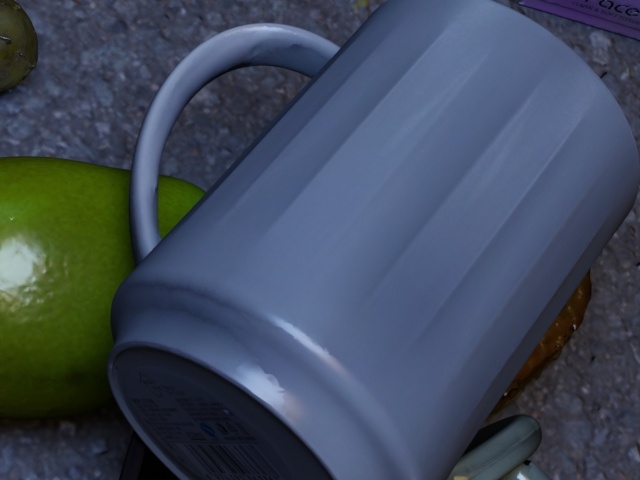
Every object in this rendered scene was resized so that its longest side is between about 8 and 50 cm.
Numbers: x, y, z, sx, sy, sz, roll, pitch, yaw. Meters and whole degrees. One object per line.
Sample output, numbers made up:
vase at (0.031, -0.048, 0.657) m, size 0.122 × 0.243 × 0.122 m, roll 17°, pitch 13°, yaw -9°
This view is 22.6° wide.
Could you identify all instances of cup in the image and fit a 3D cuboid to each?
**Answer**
cup at (0.000, 0.000, 1.068) m, size 0.323 × 0.237 × 0.327 m, roll 33°, pitch 61°, yaw 15°

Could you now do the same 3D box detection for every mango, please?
mango at (-0.181, 0.035, 1.148) m, size 0.273 × 0.149 × 0.185 m, roll 4°, pitch 71°, yaw -28°

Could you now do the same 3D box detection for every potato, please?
potato at (-0.285, -0.153, 1.223) m, size 0.138 × 0.070 × 0.091 m, roll -2°, pitch 71°, yaw -18°

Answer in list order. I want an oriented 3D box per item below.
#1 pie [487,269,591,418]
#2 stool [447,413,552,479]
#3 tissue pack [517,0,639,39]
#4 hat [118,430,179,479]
pie at (0.078, 0.012, 1.267) m, size 0.315 × 0.092 × 0.315 m, roll 8°, pitch 70°, yaw -23°
stool at (0.110, 0.253, 1.143) m, size 0.195 × 0.195 × 0.198 m, roll -25°, pitch 85°, yaw -24°
tissue pack at (0.270, -0.317, 1.442) m, size 0.149 × 0.092 × 0.246 m, roll 14°, pitch 69°, yaw -11°
hat at (-0.138, 0.297, 1.085) m, size 0.238 × 0.209 × 0.336 m, roll 38°, pitch 32°, yaw -35°
